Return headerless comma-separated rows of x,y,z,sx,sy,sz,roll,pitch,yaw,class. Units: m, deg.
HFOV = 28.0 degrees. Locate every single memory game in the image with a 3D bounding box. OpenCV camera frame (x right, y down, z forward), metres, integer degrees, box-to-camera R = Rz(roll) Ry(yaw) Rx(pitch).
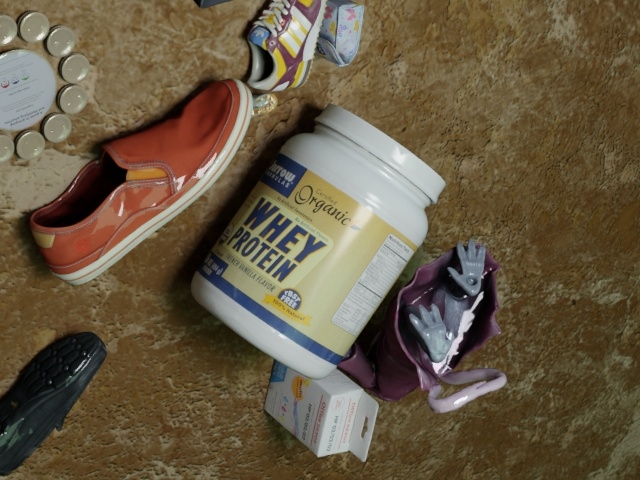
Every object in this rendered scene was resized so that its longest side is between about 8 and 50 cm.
-0.349,-0.175,1.472,0.186,0.012,0.186,-20,125,-31,memory game

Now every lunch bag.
0.014,-0.275,1.674,0.053,0.071,0.083,-13,121,-36,lunch bag

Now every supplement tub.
0.000,0.000,1.704,0.228,0.228,0.316,35,89,-45,supplement tub

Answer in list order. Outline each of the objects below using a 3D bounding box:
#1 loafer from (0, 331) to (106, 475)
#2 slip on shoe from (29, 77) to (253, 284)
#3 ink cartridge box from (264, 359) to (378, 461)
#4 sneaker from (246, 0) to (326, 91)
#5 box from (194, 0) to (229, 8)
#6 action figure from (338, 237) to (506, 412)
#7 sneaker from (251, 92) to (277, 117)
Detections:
-0.355,0.209,1.640,0.223,0.076,0.078,-46,139,-3,loafer
-0.216,-0.087,1.563,0.331,0.123,0.101,-42,129,-7,slip on shoe
-0.001,0.241,1.869,0.061,0.181,0.104,-5,116,-38,ink cartridge box
-0.047,-0.277,1.623,0.084,0.069,0.185,-13,120,-40,sneaker
-0.054,-0.398,1.473,0.270,0.143,0.165,-22,145,-30,box
0.150,0.157,1.876,0.248,0.276,0.370,-15,158,-26,action figure
-0.097,-0.171,1.669,0.083,0.037,0.032,-14,103,-8,sneaker
